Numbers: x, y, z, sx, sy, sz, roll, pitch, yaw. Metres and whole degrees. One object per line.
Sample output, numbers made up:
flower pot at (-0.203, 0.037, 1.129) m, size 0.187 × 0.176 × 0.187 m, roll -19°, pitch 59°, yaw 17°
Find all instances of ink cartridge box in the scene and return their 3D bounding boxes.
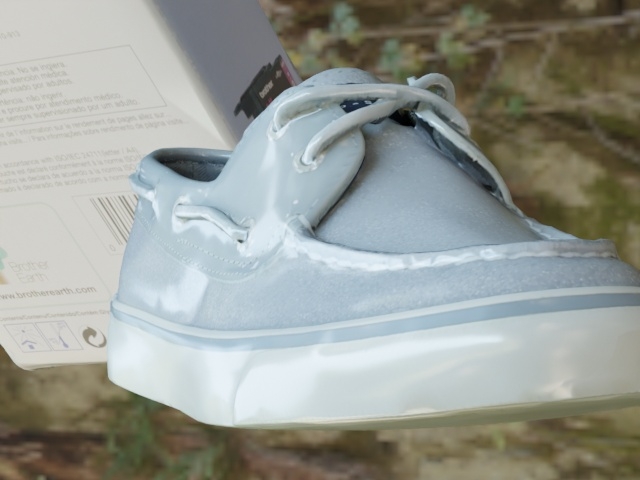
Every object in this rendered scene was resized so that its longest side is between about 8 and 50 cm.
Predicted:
ink cartridge box at (-0.114, -0.078, 0.662) m, size 0.311 × 0.186 × 0.065 m, roll 58°, pitch -137°, yaw -34°

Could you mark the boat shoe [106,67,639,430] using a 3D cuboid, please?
boat shoe at (0.001, 0.000, 0.412) m, size 0.079 × 0.227 × 0.081 m, roll -1°, pitch -90°, yaw -25°
